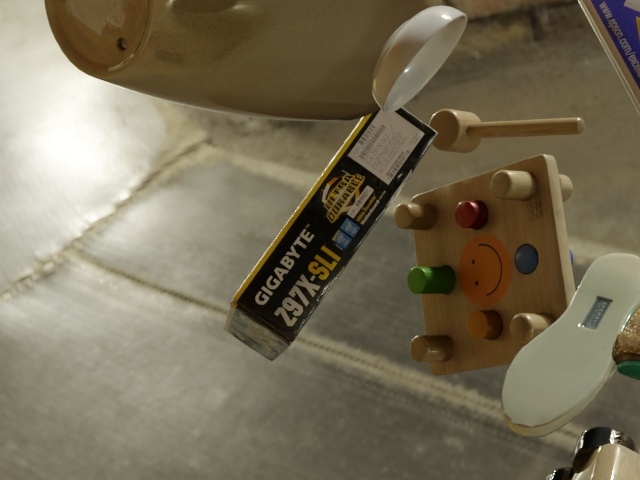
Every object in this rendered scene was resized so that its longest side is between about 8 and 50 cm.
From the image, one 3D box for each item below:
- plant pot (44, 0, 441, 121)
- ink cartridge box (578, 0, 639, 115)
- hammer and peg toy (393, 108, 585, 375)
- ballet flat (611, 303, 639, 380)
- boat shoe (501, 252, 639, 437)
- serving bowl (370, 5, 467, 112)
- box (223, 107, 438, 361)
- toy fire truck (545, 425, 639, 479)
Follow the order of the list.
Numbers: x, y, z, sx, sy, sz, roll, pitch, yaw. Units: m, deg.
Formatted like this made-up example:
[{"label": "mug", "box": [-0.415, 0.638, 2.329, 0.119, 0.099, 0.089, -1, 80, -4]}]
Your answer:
[{"label": "plant pot", "box": [-0.082, -0.210, 1.062, 0.256, 0.256, 0.274, 15, 20, 38]}, {"label": "ink cartridge box", "box": [0.378, -0.148, 0.930, 0.307, 0.072, 0.303, -29, 52, 16]}, {"label": "hammer and peg toy", "box": [0.219, -0.016, 1.685, 0.127, 0.361, 0.266, 2, -12, -39]}, {"label": "ballet flat", "box": [0.336, 0.101, 1.039, 0.206, 0.073, 0.067, 21, 70, -12]}, {"label": "boat shoe", "box": [0.241, 0.109, 1.177, 0.079, 0.081, 0.227, 20, 51, 31]}, {"label": "serving bowl", "box": [0.061, -0.125, 0.856, 0.027, 0.083, 0.083, 43, 62, 11]}, {"label": "box", "box": [0.000, 0.000, 1.385, 0.079, 0.322, 0.257, 34, 81, 0]}, {"label": "toy fire truck", "box": [0.307, 0.304, 1.183, 0.246, 0.217, 0.158, 29, 37, 1]}]
